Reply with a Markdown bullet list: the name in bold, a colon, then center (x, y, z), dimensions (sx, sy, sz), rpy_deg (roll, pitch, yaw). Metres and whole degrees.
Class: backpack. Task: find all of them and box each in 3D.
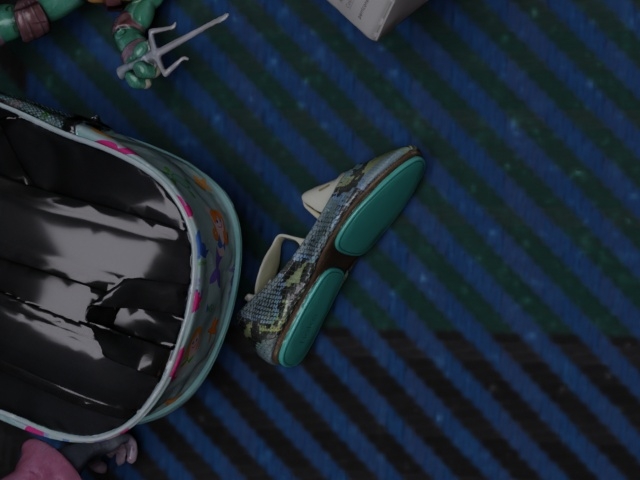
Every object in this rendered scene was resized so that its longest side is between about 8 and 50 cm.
- **backpack**: center (-0.183, 0.021, 1.220), dimensions (0.253, 0.191, 0.225), rpy_deg (19, 97, 20)

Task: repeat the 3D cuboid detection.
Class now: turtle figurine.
- **turtle figurine**: center (-0.150, -0.195, 1.252), dimensions (0.234, 0.118, 0.175), rpy_deg (-10, 99, -5)

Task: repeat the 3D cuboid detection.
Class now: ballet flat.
- **ballet flat**: center (0.000, 0.000, 1.246), dimensions (0.070, 0.070, 0.188), rpy_deg (35, 94, 11)

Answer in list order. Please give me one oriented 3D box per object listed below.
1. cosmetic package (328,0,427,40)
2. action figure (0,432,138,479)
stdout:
- **cosmetic package**: center (-0.018, -0.337, 1.161), dimensions (0.365, 0.155, 0.197), rpy_deg (43, 56, 12)
- **action figure**: center (-0.179, 0.276, 1.192), dimensions (0.370, 0.276, 0.248), rpy_deg (16, 100, -1)
